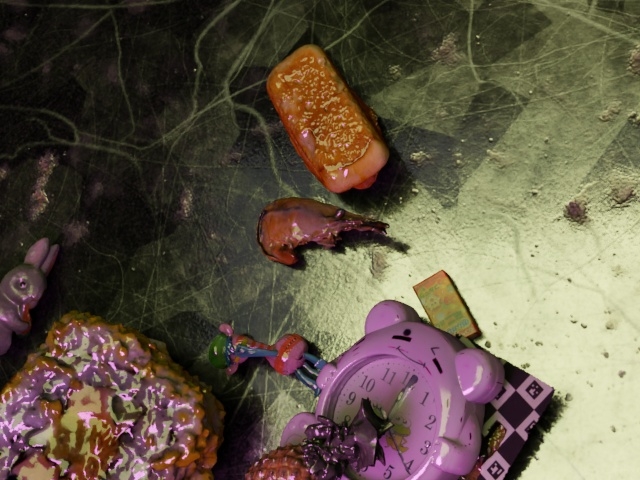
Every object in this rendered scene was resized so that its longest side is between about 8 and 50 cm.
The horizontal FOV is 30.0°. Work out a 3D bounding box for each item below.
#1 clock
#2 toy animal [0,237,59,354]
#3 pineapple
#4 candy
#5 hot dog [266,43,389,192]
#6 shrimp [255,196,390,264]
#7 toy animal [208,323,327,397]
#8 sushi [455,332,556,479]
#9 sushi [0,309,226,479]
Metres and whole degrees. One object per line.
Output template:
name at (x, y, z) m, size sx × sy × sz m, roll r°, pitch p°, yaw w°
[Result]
clock at (0.116, 0.275, 1.853) m, size 0.295 × 0.113 × 0.322 m, roll 30°, pitch 93°, yaw 36°
toy animal at (-0.553, 0.103, 2.144) m, size 0.236 × 0.138 × 0.108 m, roll -54°, pitch 34°, yaw 4°
pineapple at (0.005, 0.326, 1.782) m, size 0.237 × 0.111 × 0.119 m, roll -37°, pitch 89°, yaw 13°
candy at (0.203, 0.113, 1.933) m, size 0.062 × 0.038 × 0.122 m, roll -31°, pitch 69°, yaw 9°
hot dog at (0.019, -0.192, 2.011) m, size 0.150 × 0.153 × 0.257 m, roll -32°, pitch 71°, yaw 4°
shrimp at (0.006, -0.006, 2.018) m, size 0.262 × 0.066 × 0.117 m, roll 13°, pitch 96°, yaw 35°
toy animal at (-0.086, 0.194, 1.976) m, size 0.208 × 0.103 × 0.100 m, roll 16°, pitch 91°, yaw 18°
sushi at (0.231, 0.311, 1.862) m, size 0.192 × 0.043 × 0.280 m, roll 30°, pitch 94°, yaw 35°
sushi at (-0.349, 0.341, 1.922) m, size 0.351 × 0.240 × 0.397 m, roll 35°, pitch 82°, yaw 10°
